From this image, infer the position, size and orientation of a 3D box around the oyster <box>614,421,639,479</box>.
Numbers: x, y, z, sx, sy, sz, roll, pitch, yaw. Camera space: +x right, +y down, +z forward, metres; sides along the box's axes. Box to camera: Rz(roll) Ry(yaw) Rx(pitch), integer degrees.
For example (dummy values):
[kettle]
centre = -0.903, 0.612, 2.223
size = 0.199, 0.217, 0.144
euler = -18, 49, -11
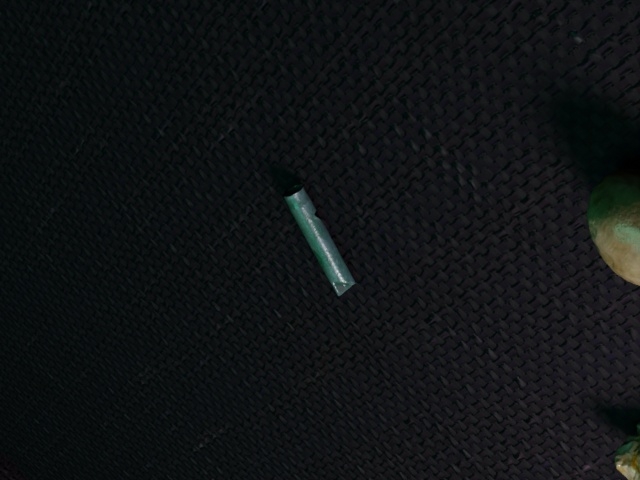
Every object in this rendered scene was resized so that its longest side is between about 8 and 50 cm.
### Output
[oyster]
centre = 0.554, 0.289, 1.650
size = 0.275, 0.100, 0.271
euler = 32, 128, 17

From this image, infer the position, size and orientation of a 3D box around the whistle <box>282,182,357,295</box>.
[whistle]
centre = 0.000, 0.000, 1.885
size = 0.039, 0.039, 0.186
euler = -8, 119, 43

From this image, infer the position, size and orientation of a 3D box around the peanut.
[peanut]
centre = 0.431, 0.013, 1.489
size = 0.253, 0.122, 0.137
euler = 31, 148, 6
